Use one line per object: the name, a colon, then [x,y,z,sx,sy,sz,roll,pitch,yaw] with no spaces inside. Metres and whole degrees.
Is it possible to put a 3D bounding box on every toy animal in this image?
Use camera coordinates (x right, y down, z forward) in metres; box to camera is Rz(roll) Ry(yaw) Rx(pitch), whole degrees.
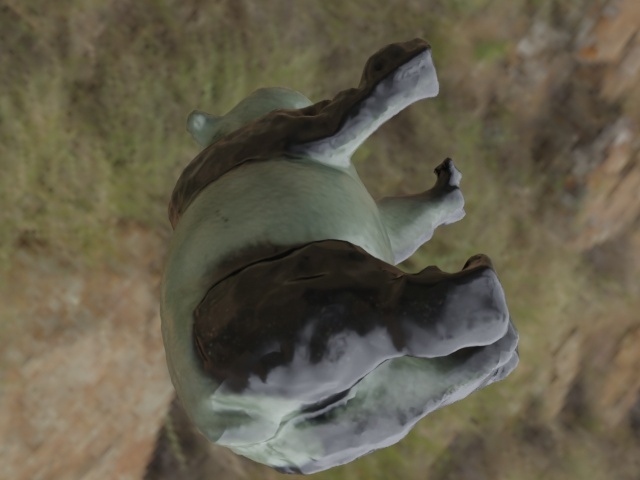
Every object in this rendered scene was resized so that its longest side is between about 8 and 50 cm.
toy animal: [0.000,0.000,0.617,0.121,0.225,0.093,-15,127,4]
